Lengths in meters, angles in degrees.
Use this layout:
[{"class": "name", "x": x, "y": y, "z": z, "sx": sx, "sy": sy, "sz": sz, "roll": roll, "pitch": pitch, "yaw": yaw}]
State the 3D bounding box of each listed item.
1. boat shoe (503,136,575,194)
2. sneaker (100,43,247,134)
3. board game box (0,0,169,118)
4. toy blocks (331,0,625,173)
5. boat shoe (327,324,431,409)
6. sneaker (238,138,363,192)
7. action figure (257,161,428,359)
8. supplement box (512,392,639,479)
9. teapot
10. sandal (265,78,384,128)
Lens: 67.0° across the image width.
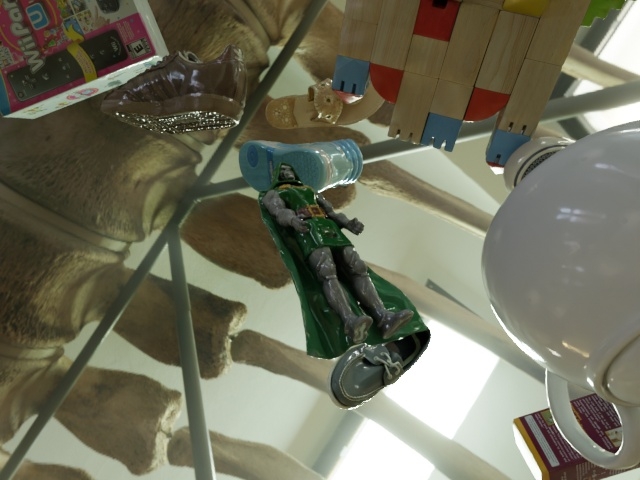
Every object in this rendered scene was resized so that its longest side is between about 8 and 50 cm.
[{"class": "boat shoe", "x": 0.411, "y": -0.017, "z": 0.669, "sx": 0.341, "sy": 0.158, "sz": 0.127, "roll": 24, "pitch": -65, "yaw": -25}, {"class": "sneaker", "x": -0.144, "y": -0.150, "z": 0.485, "sx": 0.066, "sy": 0.189, "sz": 0.071, "roll": 22, "pitch": -101, "yaw": -58}, {"class": "board game box", "x": -0.459, "y": -0.376, "z": 0.865, "sx": 0.304, "sy": 0.097, "sz": 0.223, "roll": -20, "pitch": -78, "yaw": 6}, {"class": "toy blocks", "x": 0.173, "y": -0.251, "z": 0.680, "sx": 0.382, "sy": 0.190, "sz": 0.260, "roll": 17, "pitch": -57, "yaw": 8}, {"class": "boat shoe", "x": 0.141, "y": 0.268, "z": 1.090, "sx": 0.320, "sy": 0.099, "sz": 0.116, "roll": -19, "pitch": -106, "yaw": -45}, {"class": "sneaker", "x": -0.036, "y": -0.180, "z": 1.151, "sx": 0.208, "sy": 0.319, "sz": 0.127, "roll": -18, "pitch": -64, "yaw": -40}, {"class": "action figure", "x": 0.000, "y": 0.000, "z": 0.482, "sx": 0.137, "sy": 0.232, "sz": 0.063, "roll": 0, "pitch": -47, "yaw": -38}, {"class": "supplement box", "x": 0.433, "y": 0.331, "z": 0.801, "sx": 0.188, "sy": 0.104, "sz": 0.080, "roll": -19, "pitch": -56, "yaw": 4}, {"class": "teapot", "x": 0.262, "y": 0.047, "z": 0.378, "sx": 0.253, "sy": 0.187, "sz": 0.256, "roll": -32, "pitch": -49, "yaw": 21}, {"class": "sandal", "x": -0.003, "y": -0.238, "z": 0.863, "sx": 0.079, "sy": 0.240, "sz": 0.088, "roll": -42, "pitch": -57, "yaw": -58}]
